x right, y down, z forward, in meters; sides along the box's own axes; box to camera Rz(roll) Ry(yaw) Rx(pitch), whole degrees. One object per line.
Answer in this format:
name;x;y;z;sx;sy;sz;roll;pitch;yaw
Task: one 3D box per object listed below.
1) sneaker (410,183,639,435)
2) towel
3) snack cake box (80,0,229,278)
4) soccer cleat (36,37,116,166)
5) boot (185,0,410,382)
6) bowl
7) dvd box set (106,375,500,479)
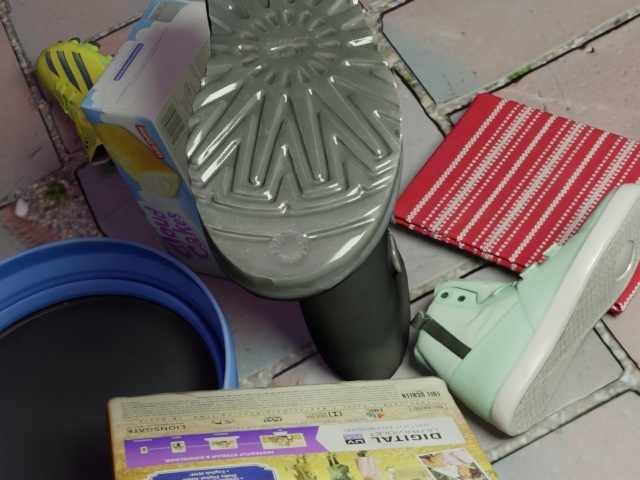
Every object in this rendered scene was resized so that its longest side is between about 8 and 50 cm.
sneaker;0.185;0.034;1.161;0.151;0.094;0.256;31;85;36
towel;0.226;-0.045;1.278;0.275;0.031;0.199;24;62;30
snack cake box;-0.121;-0.098;1.282;0.089;0.264;0.152;12;58;27
soccer cleat;-0.256;-0.151;1.484;0.289;0.093;0.121;28;73;34
boot;0.000;-0.002;1.055;0.146;0.445;0.367;-4;54;3
bowl;-0.262;0.174;1.242;0.391;0.077;0.391;-9;51;12
dvd box set;0.004;0.235;0.944;0.308;0.062;0.420;-3;24;-12
